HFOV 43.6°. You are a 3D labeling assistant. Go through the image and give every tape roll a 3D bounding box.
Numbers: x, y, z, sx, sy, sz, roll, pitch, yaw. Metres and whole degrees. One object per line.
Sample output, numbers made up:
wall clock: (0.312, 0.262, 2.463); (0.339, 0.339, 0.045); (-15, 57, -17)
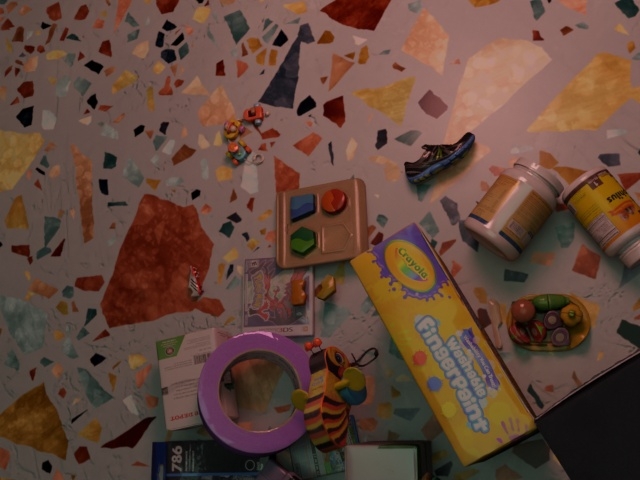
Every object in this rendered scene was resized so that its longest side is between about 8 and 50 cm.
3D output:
tape roll: (-0.142, 0.349, 1.822); (0.274, 0.090, 0.275); (3, 69, -8)

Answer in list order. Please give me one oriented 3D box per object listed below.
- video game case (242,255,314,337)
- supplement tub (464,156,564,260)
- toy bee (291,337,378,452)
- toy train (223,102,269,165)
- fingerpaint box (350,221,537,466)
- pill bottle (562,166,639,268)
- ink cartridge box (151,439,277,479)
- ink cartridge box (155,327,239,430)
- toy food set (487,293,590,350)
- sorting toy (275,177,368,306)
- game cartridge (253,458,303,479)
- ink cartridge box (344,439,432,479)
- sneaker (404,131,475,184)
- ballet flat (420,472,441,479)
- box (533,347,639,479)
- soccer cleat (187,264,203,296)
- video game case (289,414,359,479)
video game case: (-0.104, 0.137, 1.957); (0.183, 0.023, 0.201); (-4, 75, 16)
supplement tub: (0.432, -0.070, 1.780); (0.144, 0.144, 0.200); (38, 89, 22)
toy bee: (0.011, 0.302, 1.728); (0.195, 0.298, 0.162); (-38, 108, 15)
toy train: (-0.197, -0.279, 2.077); (0.125, 0.046, 0.166); (-5, 75, 16)
fingerpaint box: (0.266, 0.224, 1.638); (0.163, 0.371, 0.445); (-31, 70, 7)
pill bottle: (0.632, -0.047, 1.728); (0.117, 0.117, 0.215); (-36, 70, 6)
ink cartridge box: (-0.264, 0.553, 1.882); (0.332, 0.065, 0.165); (-7, 75, 16)
ink cartridge box: (-0.297, 0.337, 1.928); (0.160, 0.092, 0.220); (-14, 73, 13)
toy food set: (0.475, 0.175, 1.745); (0.217, 0.071, 0.128); (-4, 75, 16)
sorting toy: (0.000, 0.000, 1.929); (0.229, 0.041, 0.307); (-7, 67, 15)
game cartridge: (-0.042, 0.664, 1.710); (0.355, 0.068, 0.230); (35, 89, 25)
ink cartridge box: (0.149, 0.472, 1.698); (0.153, 0.208, 0.087); (-5, 78, 17)
sneaker: (0.282, -0.206, 1.902); (0.188, 0.067, 0.078); (-31, 76, 11)
ballet flat: (0.230, 0.609, 1.608); (0.123, 0.123, 0.349); (-21, 116, 11)
box: (0.712, 0.390, 1.371); (0.297, 0.471, 0.480); (-48, 63, 38)
soccer cleat: (-0.323, 0.104, 2.030); (0.035, 0.029, 0.083); (-20, 76, 7)
video game case: (0.009, 0.479, 1.841); (0.166, 0.015, 0.119); (-16, 72, 13)
